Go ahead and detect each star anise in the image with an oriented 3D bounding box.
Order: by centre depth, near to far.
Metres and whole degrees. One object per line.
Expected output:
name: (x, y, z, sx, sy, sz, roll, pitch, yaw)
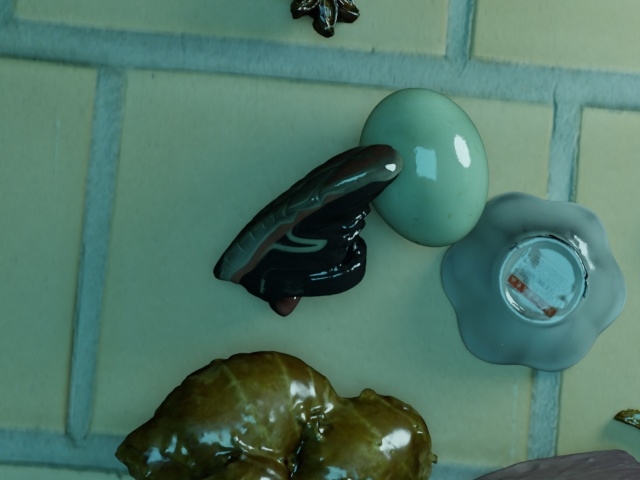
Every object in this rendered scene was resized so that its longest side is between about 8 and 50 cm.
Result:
star anise: (-0.022, -0.333, 1.869, 0.097, 0.070, 0.190, -18, 86, -29)

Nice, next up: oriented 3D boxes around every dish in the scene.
dish: (0.261, 0.049, 1.846, 0.230, 0.081, 0.229, 0, 88, -1)

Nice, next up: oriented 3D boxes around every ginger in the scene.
ginger: (-0.049, 0.261, 1.757, 0.358, 0.152, 0.274, 22, 51, -4)

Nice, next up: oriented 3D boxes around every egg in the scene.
egg: (0.123, -0.086, 1.815, 0.149, 0.149, 0.192, -19, 94, -2)

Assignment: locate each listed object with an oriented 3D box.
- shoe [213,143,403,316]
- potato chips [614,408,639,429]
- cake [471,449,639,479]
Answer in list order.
shoe: (0.000, 0.000, 1.778, 0.137, 0.114, 0.291, 46, 130, -8)
potato chips: (0.442, 0.275, 1.866, 0.204, 0.026, 0.037, 45, 91, 0)
cake: (0.289, 0.377, 1.725, 0.230, 0.309, 0.237, -14, 91, 1)
